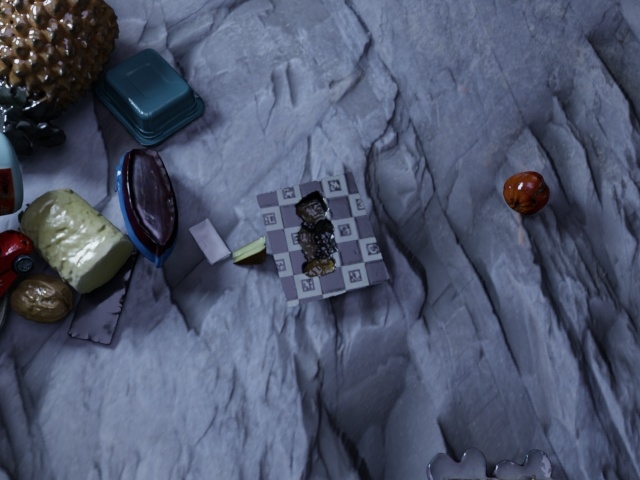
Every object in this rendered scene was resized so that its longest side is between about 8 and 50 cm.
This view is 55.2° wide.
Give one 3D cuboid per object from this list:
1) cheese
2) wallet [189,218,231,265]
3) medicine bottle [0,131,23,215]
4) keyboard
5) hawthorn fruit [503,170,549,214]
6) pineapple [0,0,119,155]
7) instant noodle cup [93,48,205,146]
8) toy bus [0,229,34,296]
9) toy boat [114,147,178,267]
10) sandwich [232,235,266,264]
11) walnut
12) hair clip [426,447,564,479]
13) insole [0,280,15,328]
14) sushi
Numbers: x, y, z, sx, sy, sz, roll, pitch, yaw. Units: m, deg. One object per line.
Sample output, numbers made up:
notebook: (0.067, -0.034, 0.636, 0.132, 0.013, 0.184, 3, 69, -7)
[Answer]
cheese: (-0.413, -0.004, 1.033, 0.167, 0.094, 0.123, 39, 65, 16)
wallet: (-0.201, 0.002, 1.113, 0.044, 0.011, 0.083, -30, 76, -17)
medicine bottle: (-0.596, -0.092, 0.950, 0.225, 0.139, 0.139, -13, 70, -36)
keyboard: (-0.369, 0.079, 1.060, 0.074, 0.015, 0.196, 11, 67, 1)
hawthorn fruit: (0.407, -0.097, 1.199, 0.093, 0.093, 0.093, 3, 69, -7)
pineapple: (-0.508, -0.285, 1.094, 0.223, 0.223, 0.357, 18, 85, -1)
instant noodle cup: (-0.330, -0.287, 1.180, 0.157, 0.070, 0.179, -40, 78, -21)
toy bus: (-0.546, 0.062, 0.969, 0.081, 0.089, 0.195, 35, 86, 41)
toy boat: (-0.305, -0.057, 1.078, 0.100, 0.097, 0.223, -7, 68, -26)
sandwich: (-0.116, 0.023, 1.103, 0.044, 0.083, 0.031, 24, 51, -46)
walnut: (-0.459, 0.095, 1.009, 0.096, 0.082, 0.079, 20, 39, 1)
hair clip: (0.292, 0.413, 0.994, 0.257, 0.075, 0.146, 1, 66, -1)
insole: (-0.531, 0.097, 1.014, 0.063, 0.010, 0.192, -11, 62, 34)
sushi: (0.000, 0.000, 1.121, 0.192, 0.050, 0.215, -15, 80, -13)
